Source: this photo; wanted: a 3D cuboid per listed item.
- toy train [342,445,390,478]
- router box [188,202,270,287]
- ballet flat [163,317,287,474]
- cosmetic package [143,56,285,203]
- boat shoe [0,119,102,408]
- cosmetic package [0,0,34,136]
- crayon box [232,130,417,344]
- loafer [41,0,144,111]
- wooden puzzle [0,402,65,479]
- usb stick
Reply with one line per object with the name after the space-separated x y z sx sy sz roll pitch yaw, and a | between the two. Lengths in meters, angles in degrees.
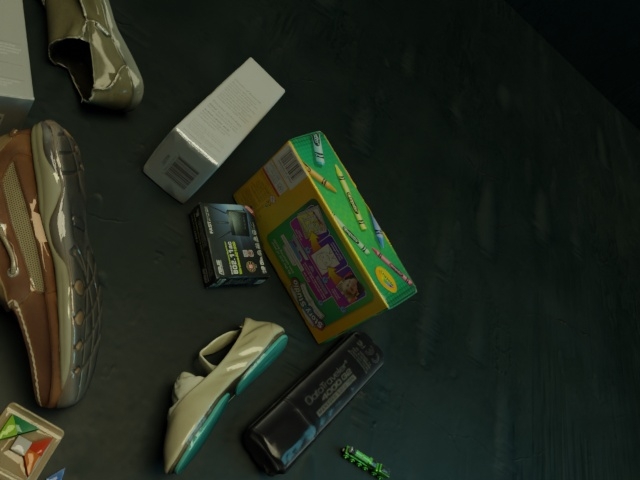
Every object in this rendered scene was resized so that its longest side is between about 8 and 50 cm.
0.067 0.320 0.888 0.083 0.023 0.017 37 46 -18 | toy train
-0.134 0.006 0.901 0.092 0.038 0.123 0 65 -40 | router box
-0.135 0.181 0.776 0.086 0.086 0.248 50 42 -5 | ballet flat
-0.157 -0.172 0.937 0.085 0.117 0.231 42 44 -14 | cosmetic package
-0.322 0.027 0.692 0.116 0.123 0.325 -9 77 -8 | boat shoe
-0.422 -0.239 0.747 0.107 0.127 0.238 -2 64 -40 | cosmetic package
0.000 0.000 0.928 0.081 0.165 0.278 -25 83 -46 | crayon box
-0.342 -0.296 0.871 0.087 0.094 0.251 -25 82 -50 | loafer
-0.314 0.214 0.638 0.116 0.014 0.079 33 48 -21 | wooden puzzle
0.000 0.222 0.878 0.077 0.045 0.278 50 43 6 | usb stick
